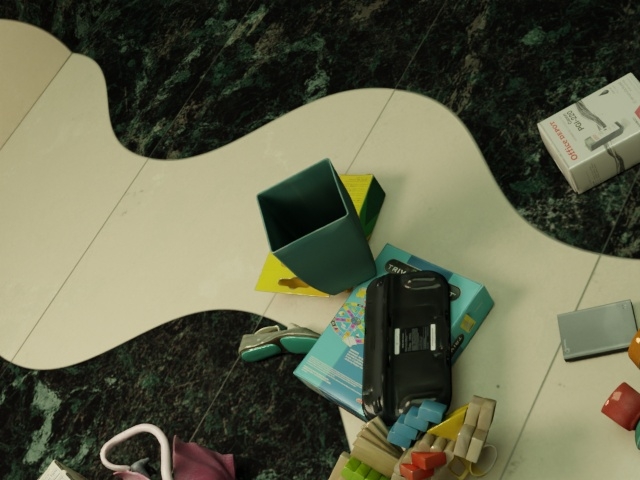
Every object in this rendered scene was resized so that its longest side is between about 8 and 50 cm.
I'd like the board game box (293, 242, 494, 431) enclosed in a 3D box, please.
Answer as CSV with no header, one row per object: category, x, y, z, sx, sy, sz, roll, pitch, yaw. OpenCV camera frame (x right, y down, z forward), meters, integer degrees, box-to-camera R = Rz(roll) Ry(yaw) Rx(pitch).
board game box,0.144,0.195,1.804,0.254,0.079,0.336,25,72,41

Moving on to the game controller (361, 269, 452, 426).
game controller,0.162,0.195,1.708,0.167,0.067,0.319,-4,55,11

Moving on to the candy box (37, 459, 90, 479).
candy box,-0.458,0.556,1.845,0.233,0.159,0.071,27,73,42

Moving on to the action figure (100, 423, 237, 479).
action figure,-0.221,0.509,1.676,0.248,0.275,0.370,-33,32,-2

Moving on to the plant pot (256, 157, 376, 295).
plant pot,0.009,-0.005,1.816,0.166,0.234,0.165,-26,47,10

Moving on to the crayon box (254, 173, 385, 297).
crayon box,0.000,0.000,2.037,0.202,0.081,0.318,4,59,33

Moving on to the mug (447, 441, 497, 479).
mug,0.261,0.376,1.608,0.078,0.062,0.064,-19,30,-27

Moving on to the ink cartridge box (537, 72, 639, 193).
ink cartridge box,0.574,-0.216,1.844,0.218,0.092,0.158,-30,46,11

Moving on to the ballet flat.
ballet flat,-0.079,0.207,1.938,0.213,0.072,0.068,-13,47,24

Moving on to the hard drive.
hard drive,0.502,0.164,1.648,0.135,0.022,0.094,-15,51,21

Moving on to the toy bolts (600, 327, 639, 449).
toy bolts,0.570,0.243,1.443,0.158,0.218,0.228,39,100,37

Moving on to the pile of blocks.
pile of blocks,0.137,0.371,1.558,0.362,0.113,0.149,-40,86,21
